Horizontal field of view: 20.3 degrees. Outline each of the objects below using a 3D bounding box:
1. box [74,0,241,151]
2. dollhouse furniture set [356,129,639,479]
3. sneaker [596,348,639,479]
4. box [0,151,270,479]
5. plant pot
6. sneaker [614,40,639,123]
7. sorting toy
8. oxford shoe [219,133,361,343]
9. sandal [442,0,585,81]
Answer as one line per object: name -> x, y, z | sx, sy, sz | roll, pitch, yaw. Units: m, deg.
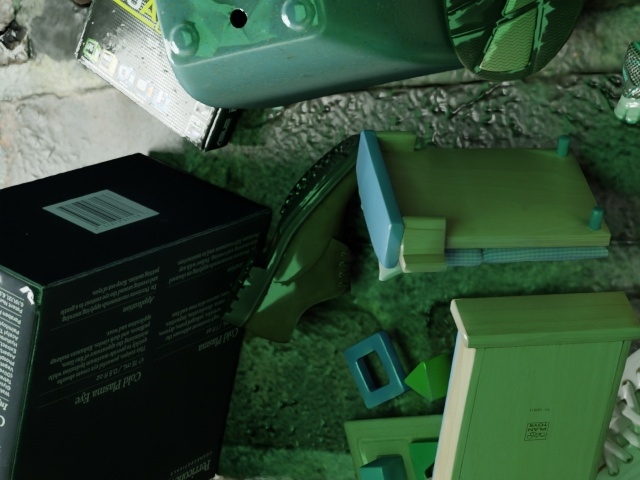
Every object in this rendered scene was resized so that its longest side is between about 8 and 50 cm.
box -> -0.139, -0.213, 1.742 | 0.190, 0.045, 0.184 | 37, 122, 22
dollhouse furniture set -> 0.183, 0.053, 1.489 | 0.303, 0.286, 0.198 | -106, 19, -51
sneaker -> 0.255, 0.168, 1.508 | 0.106, 0.123, 0.290 | 53, 124, 15
box -> -0.240, 0.113, 1.710 | 0.179, 0.343, 0.313 | 24, 114, 28
plant pot -> -0.023, -0.240, 1.497 | 0.247, 0.252, 0.247 | -10, 95, 26
sneaker -> 0.311, -0.132, 1.430 | 0.166, 0.065, 0.076 | 2, 99, 34
sorting toy -> 0.095, 0.256, 1.664 | 0.196, 0.047, 0.348 | -9, 97, 50
oxford shoe -> 0.000, 0.000, 1.688 | 0.096, 0.083, 0.227 | 29, 112, -9
sandal -> 0.164, -0.281, 1.486 | 0.120, 0.086, 0.303 | -1, 84, 11
